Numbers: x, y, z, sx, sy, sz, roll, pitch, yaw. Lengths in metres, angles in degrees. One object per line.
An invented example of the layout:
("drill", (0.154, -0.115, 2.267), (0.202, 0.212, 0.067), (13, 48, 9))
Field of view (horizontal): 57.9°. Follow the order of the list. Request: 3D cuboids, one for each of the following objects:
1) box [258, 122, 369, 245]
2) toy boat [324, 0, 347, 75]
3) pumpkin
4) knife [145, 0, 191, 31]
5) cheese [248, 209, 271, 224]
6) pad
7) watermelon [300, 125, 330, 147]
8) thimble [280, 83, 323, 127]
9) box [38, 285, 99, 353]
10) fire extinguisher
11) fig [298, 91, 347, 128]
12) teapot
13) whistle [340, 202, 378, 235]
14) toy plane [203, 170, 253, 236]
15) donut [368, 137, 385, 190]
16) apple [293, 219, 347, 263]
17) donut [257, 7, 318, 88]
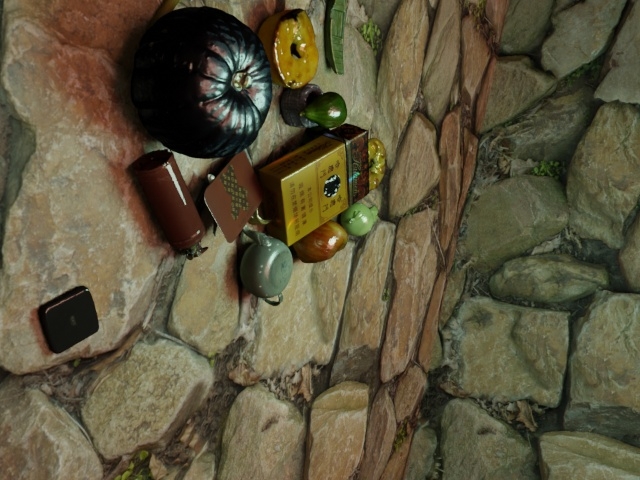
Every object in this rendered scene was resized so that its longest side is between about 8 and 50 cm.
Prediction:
("box", (-0.006, -0.196, 1.932), (0.415, 0.116, 0.264), (-33, 134, -33))
("toy boat", (0.054, -0.735, 2.045), (0.093, 0.055, 0.293), (-16, 111, -57))
("pumpkin", (-0.282, -0.375, 1.401), (0.363, 0.266, 0.363), (-22, 117, -55))
("knife", (-0.342, -0.635, 1.460), (0.061, 0.027, 0.343), (48, 61, -50))
("cheese", (-0.202, -0.075, 1.822), (0.084, 0.060, 0.041), (54, 54, -41))
("pad", (-0.245, -0.131, 1.677), (0.181, 0.004, 0.267), (66, 31, -31))
("watermelon", (-0.022, -0.343, 2.040), (0.135, 0.125, 0.094), (-41, 172, -8))
("thimble", (-0.055, -0.445, 1.912), (0.150, 0.098, 0.150), (-21, 115, -55))
("box", (-0.575, 0.181, 1.324), (0.125, 0.027, 0.126), (-33, 127, -47))
("fire extinguisher", (-0.369, -0.080, 1.518), (0.147, 0.107, 0.337), (-78, 159, -50))
("fig", (0.009, -0.411, 1.840), (0.177, 0.117, 0.117), (-20, 115, -45))
("teapot", (-0.177, 0.086, 1.841), (0.193, 0.130, 0.294), (-43, 135, -45))
("whistle", (0.161, -0.099, 2.363), (0.294, 0.141, 0.141), (-44, 137, -71))
("toy plane", (-0.276, -0.127, 1.684), (0.226, 0.058, 0.226), (48, 60, -49))
("donut", (0.176, -0.301, 2.307), (0.227, 0.114, 0.226), (-23, 118, -54))
("apple", (0.000, 0.000, 2.054), (0.195, 0.173, 0.160), (-38, 131, -53))
("donut", (-0.093, -0.590, 1.792), (0.253, 0.118, 0.253), (-21, 116, -51))
